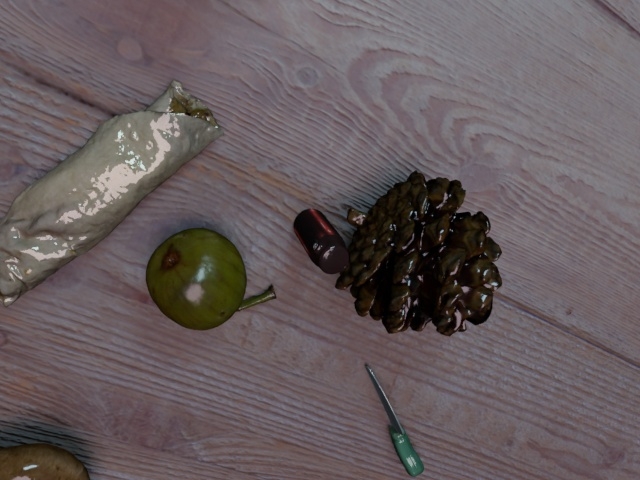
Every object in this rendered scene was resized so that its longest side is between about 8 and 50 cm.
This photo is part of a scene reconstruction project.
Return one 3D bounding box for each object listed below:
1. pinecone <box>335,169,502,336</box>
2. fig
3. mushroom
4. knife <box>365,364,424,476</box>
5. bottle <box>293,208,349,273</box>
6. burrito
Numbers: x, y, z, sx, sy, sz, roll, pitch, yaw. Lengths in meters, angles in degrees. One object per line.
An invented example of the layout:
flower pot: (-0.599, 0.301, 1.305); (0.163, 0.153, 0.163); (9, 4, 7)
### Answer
pinecone: (0.152, 0.022, 0.808); (0.257, 0.243, 0.244); (14, 105, -33)
fig: (-0.171, 0.062, 0.801); (0.142, 0.186, 0.148); (37, 73, 20)
mushroom: (-0.479, 0.429, 0.826); (0.278, 0.146, 0.278); (-7, 117, -14)
knife: (0.137, 0.341, 0.993); (0.034, 0.063, 0.260); (-28, 113, -8)
bottle: (0.000, 0.000, 0.786); (0.060, 0.164, 0.060); (-4, 110, -12)
burrito: (-0.313, -0.067, 0.736); (0.392, 0.076, 0.117); (-40, 106, -1)
